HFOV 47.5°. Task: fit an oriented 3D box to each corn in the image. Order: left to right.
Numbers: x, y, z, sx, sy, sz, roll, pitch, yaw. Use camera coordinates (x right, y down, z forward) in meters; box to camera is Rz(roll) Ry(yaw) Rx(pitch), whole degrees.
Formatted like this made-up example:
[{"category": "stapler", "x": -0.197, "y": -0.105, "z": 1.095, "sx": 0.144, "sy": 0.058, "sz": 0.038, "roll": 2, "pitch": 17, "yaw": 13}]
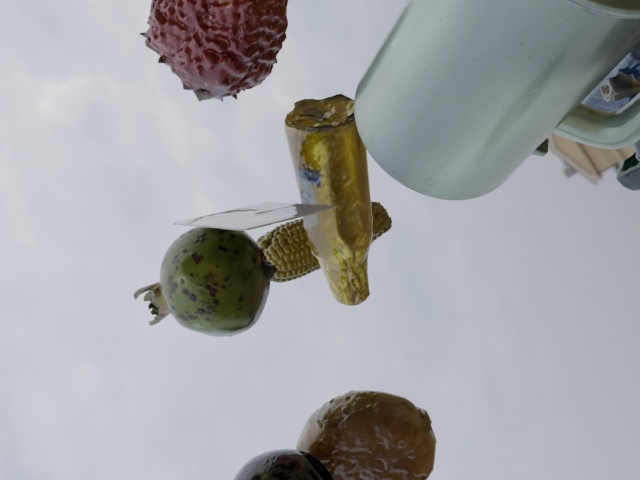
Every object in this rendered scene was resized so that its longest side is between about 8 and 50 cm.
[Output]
[{"category": "corn", "x": 0.000, "y": 0.000, "z": 1.672, "sx": 0.130, "sy": 0.346, "sz": 0.130, "roll": 160, "pitch": 90, "yaw": -79}]

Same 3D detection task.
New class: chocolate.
[{"category": "chocolate", "x": 0.040, "y": -0.059, "z": 1.459, "sx": 0.162, "sy": 0.162, "sz": 0.446, "roll": -74, "pitch": -23, "yaw": -57}]

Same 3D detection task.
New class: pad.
[{"category": "pad", "x": -0.095, "y": -0.040, "z": 1.124, "sx": 0.232, "sy": 0.156, "sz": 0.004, "roll": -17, "pitch": -72, "yaw": -52}]

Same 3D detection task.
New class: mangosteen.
[{"category": "mangosteen", "x": -0.082, "y": 0.527, "z": 1.419, "sx": 0.228, "sy": 0.228, "sz": 0.265, "roll": 65, "pitch": -163, "yaw": 13}]

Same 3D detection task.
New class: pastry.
[{"category": "pastry", "x": 0.100, "y": 0.455, "z": 1.623, "sx": 0.184, "sy": 0.315, "sz": 0.285, "roll": -95, "pitch": -15, "yaw": -72}]

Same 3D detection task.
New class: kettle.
[{"category": "kettle", "x": 0.194, "y": -0.175, "z": 0.692, "sx": 0.205, "sy": 0.318, "sz": 0.265, "roll": -36, "pitch": -100, "yaw": -27}]

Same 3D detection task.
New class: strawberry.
[{"category": "strawberry", "x": -0.171, "y": -0.446, "z": 1.431, "sx": 0.292, "sy": 0.343, "sz": 0.292, "roll": 26, "pitch": -131, "yaw": -34}]

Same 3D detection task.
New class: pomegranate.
[{"category": "pomegranate", "x": -0.191, "y": 0.083, "z": 1.232, "sx": 0.198, "sy": 0.246, "sz": 0.198, "roll": 32, "pitch": -151, "yaw": -21}]

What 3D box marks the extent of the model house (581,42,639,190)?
[{"category": "model house", "x": 0.795, "y": -0.283, "z": 1.690, "sx": 0.399, "sy": 0.395, "sz": 0.446, "roll": -17, "pitch": -103, "yaw": -19}]
